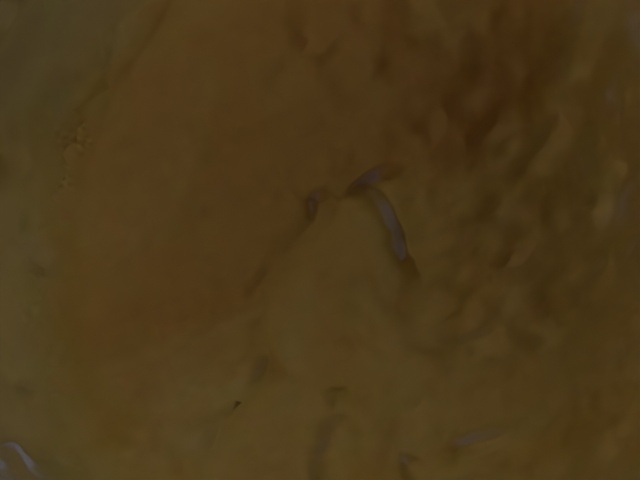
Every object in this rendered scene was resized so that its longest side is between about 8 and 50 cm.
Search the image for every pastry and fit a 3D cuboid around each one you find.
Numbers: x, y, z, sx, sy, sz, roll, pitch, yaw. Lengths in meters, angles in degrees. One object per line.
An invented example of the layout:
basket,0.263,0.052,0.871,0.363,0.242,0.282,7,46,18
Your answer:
pastry,-0.001,-0.002,0.425,0.133,0.265,0.265,26,-70,61
